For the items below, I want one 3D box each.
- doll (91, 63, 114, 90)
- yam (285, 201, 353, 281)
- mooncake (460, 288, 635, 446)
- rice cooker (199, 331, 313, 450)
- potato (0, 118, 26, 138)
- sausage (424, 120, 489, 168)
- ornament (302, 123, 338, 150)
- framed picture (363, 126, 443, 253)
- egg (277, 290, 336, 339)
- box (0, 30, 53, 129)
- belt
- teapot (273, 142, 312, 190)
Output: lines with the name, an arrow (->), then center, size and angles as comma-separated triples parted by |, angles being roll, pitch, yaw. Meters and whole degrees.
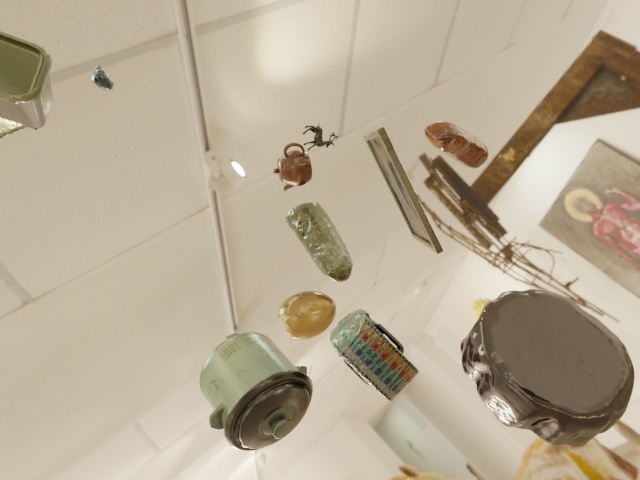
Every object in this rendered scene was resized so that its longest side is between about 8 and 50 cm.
doll -> -0.638, -0.470, 1.316 | 0.050, 0.083, 0.076 | -43, -49, -10
yam -> 0.000, 0.000, 1.426 | 0.133, 0.330, 0.133 | -19, -38, -16
mooncake -> 0.401, 0.228, 0.819 | 0.283, 0.283, 0.141 | -30, -38, -34
rice cooker -> -0.173, 0.414, 1.231 | 0.317, 0.317, 0.264 | -22, -50, -43
potato -> -0.958, -0.404, 1.177 | 0.331, 0.212, 0.280 | -12, -11, 27
sausage -> 0.373, -0.262, 1.215 | 0.083, 0.089, 0.300 | -44, -29, 26
ornament -> 0.003, -0.306, 1.318 | 0.125, 0.028, 0.073 | -16, -70, -36
framed picture -> 0.156, -0.099, 0.870 | 0.016, 0.249, 0.184 | -28, 11, 3
egg -> -0.021, 0.122, 0.752 | 0.096, 0.080, 0.080 | -31, -27, -3
box -> -0.682, -0.327, 0.883 | 0.178, 0.274, 0.138 | 156, 127, -64
belt -> 0.144, 0.315, 1.263 | 0.150, 0.257, 0.207 | -45, -21, -5
teapot -> -0.087, -0.218, 1.341 | 0.116, 0.116, 0.173 | -32, -33, -30
